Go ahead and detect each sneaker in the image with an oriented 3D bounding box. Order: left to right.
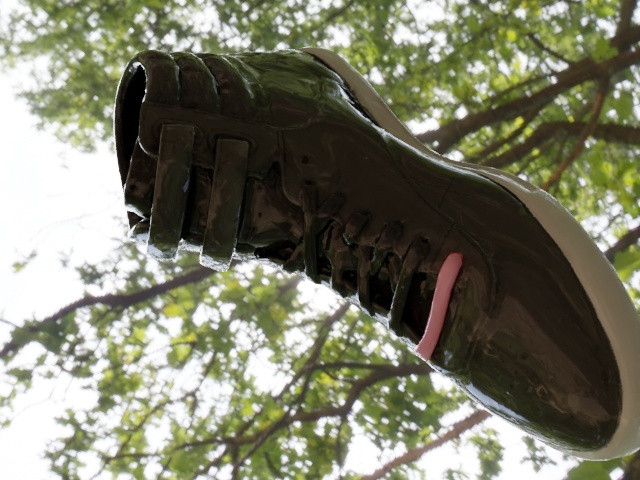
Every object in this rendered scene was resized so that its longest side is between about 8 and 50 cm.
[{"bbox_3d":[0.000,0.000,0.370,0.296,0.147,0.104,48,-45,40],"label":"sneaker"}]
